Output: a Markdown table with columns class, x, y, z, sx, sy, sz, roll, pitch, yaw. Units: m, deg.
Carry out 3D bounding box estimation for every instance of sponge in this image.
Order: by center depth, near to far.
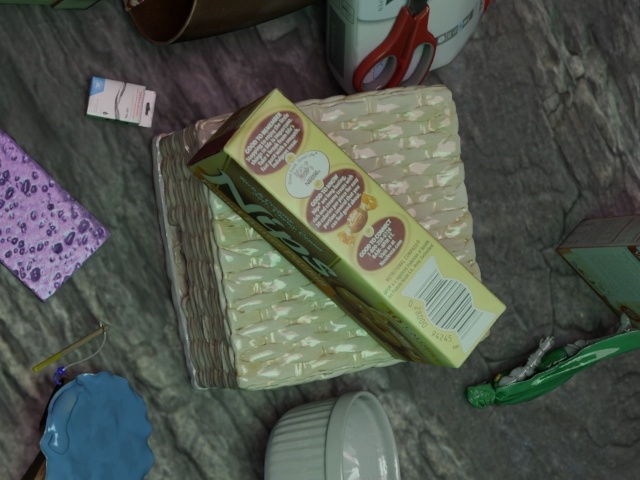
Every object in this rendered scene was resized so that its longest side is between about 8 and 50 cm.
| class | x | y | z | sx | sy | sz | roll | pitch | yaw |
| --- | --- | --- | --- | --- | --- | --- | --- | --- | --- |
| sponge | -0.366 | -0.037 | 1.596 | 0.210 | 0.031 | 0.117 | 45 | 78 | -10 |

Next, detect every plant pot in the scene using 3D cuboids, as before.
| class | x | y | z | sx | sy | sz | roll | pitch | yaw |
| --- | --- | --- | --- | --- | --- | --- | --- | --- | --- |
| plant pot | -0.094 | -0.346 | 1.606 | 0.230 | 0.215 | 0.215 | -7 | 91 | -33 |

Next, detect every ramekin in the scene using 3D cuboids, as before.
| class | x | y | z | sx | sy | sz | roll | pitch | yaw |
| --- | --- | --- | --- | --- | --- | --- | --- | --- | --- |
| ramekin | 0.014 | 0.288 | 1.613 | 0.109 | 0.207 | 0.207 | -8 | 91 | 21 |

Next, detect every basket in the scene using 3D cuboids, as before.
| class | x | y | z | sx | sy | sz | roll | pitch | yaw |
| --- | --- | --- | --- | --- | --- | --- | --- | --- | --- |
| basket | 0.000 | 0.000 | 1.581 | 0.331 | 0.266 | 0.328 | -9 | 91 | -18 |

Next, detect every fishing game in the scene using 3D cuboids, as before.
| class | x | y | z | sx | sy | sz | roll | pitch | yaw |
| --- | --- | --- | --- | --- | --- | --- | --- | --- | --- |
| fishing game | -0.266 | 0.246 | 1.570 | 0.189 | 0.041 | 0.264 | -40 | 116 | -53 |

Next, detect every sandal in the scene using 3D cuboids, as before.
| class | x | y | z | sx | sy | sz | roll | pitch | yaw |
| --- | --- | --- | --- | --- | --- | --- | --- | --- | --- |
| sandal | -0.313 | 0.288 | 1.579 | 0.079 | 0.088 | 0.240 | 24 | 76 | -19 |

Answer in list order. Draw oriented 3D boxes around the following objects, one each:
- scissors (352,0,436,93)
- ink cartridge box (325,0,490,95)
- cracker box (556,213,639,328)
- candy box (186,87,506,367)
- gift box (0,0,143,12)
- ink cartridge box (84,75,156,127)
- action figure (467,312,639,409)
| class | x | y | z | sx | sy | sz | roll | pitch | yaw |
| --- | --- | --- | --- | --- | --- | --- | --- | --- | --- |
| scissors | 0.121 | -0.281 | 1.580 | 0.109 | 0.297 | 0.021 | -7 | 49 | -32 |
| ink cartridge box | 0.191 | -0.362 | 1.628 | 0.385 | 0.308 | 0.091 | -21 | 55 | -16 |
| cracker box | 0.421 | 0.042 | 1.714 | 0.156 | 0.232 | 0.067 | 46 | 78 | -11 |
| candy box | 0.021 | -0.006 | 1.353 | 0.316 | 0.183 | 0.087 | 44 | 76 | -11 |
| gift box | -0.317 | -0.381 | 1.485 | 0.258 | 0.276 | 0.255 | -3 | 95 | -27 |
| ink cartridge box | -0.243 | -0.169 | 1.635 | 0.083 | 0.028 | 0.048 | 9 | 87 | -16 |
| action figure | 0.300 | 0.165 | 1.750 | 0.232 | 0.137 | 0.063 | -23 | 72 | -7 |
